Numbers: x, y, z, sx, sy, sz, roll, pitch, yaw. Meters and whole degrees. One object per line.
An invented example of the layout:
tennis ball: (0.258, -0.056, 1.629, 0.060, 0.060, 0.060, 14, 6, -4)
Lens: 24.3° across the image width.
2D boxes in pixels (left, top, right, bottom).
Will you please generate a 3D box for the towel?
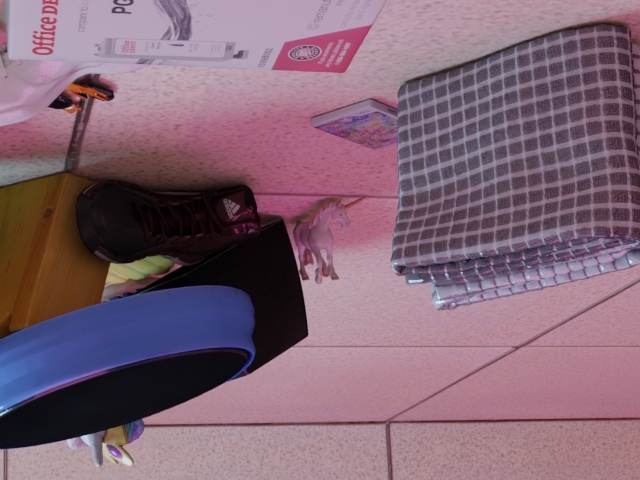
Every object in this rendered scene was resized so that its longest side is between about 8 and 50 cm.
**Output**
towel: (0.199, -0.074, 1.511, 0.283, 0.235, 0.121, -14, 158, 32)

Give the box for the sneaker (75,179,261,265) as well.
sneaker: (-0.170, -0.037, 1.859, 0.162, 0.106, 0.281, -16, 171, 26)

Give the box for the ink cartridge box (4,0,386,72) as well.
ink cartridge box: (-0.099, -0.220, 1.137, 0.283, 0.117, 0.207, 0, 165, -12)

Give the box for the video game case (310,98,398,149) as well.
video game case: (0.059, -0.131, 1.694, 0.087, 0.011, 0.122, -14, 161, 37)

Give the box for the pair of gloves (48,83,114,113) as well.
pair of gloves: (-0.262, -0.152, 1.558, 0.083, 0.010, 0.074, -11, 165, 35)

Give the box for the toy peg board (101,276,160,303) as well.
toy peg board: (-0.276, 0.121, 2.424, 0.160, 0.079, 0.161, 10, 160, -40)

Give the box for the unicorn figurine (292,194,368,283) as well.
unicorn figurine: (0.000, 0.000, 2.022, 0.060, 0.111, 0.162, -12, -173, -36)

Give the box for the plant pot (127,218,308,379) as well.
plant pot: (-0.128, 0.099, 2.070, 0.188, 0.167, 0.187, -30, -176, -40)

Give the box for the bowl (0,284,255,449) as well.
bowl: (-0.261, 0.163, 1.818, 0.391, 0.077, 0.391, -18, 166, -5)

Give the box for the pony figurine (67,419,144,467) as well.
pony figurine: (-0.391, 0.185, 2.220, 0.363, 0.303, 0.351, 27, -157, 4)

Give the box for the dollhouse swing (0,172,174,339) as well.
dollhouse swing: (-0.393, 0.093, 1.950, 0.346, 0.315, 0.305, -12, 142, 28)

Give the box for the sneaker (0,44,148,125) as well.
sneaker: (-0.248, -0.177, 1.338, 0.212, 0.080, 0.094, -23, 146, 2)
